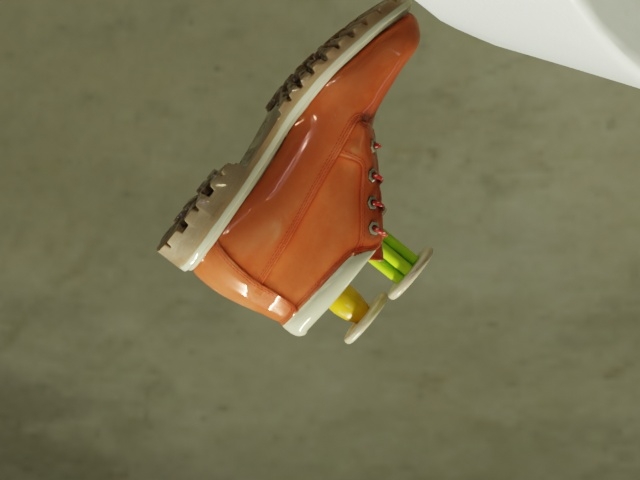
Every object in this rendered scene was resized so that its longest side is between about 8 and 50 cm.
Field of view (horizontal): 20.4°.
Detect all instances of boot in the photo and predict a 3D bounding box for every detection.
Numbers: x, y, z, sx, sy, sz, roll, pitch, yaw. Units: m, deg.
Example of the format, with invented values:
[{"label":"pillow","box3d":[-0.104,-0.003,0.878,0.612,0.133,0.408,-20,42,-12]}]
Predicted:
[{"label":"boot","box3d":[0.007,-0.034,0.791,0.085,0.158,0.059,37,179,-7]}]

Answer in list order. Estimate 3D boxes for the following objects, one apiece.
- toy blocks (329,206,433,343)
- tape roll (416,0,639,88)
[{"label":"toy blocks","box3d":[0.000,0.000,1.422,0.148,0.054,0.123,39,132,-4]},{"label":"tape roll","box3d":[0.128,-0.188,0.572,0.286,0.286,0.100,28,177,-44]}]
